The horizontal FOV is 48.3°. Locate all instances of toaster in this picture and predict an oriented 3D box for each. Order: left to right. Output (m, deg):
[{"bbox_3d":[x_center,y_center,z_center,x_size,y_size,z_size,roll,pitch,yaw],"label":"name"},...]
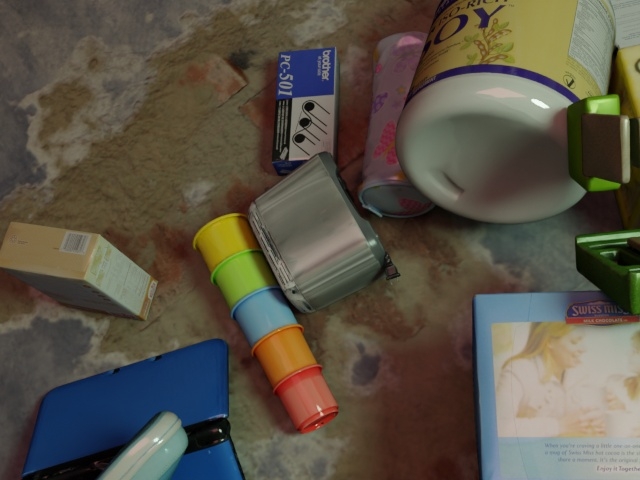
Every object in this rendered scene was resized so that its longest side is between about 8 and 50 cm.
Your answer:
[{"bbox_3d":[0.000,0.000,0.995,0.146,0.129,0.227,-30,65,3],"label":"toaster"}]

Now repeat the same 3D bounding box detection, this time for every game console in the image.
[{"bbox_3d":[-0.238,0.305,0.971,0.293,0.173,0.250,-18,95,6],"label":"game console"}]

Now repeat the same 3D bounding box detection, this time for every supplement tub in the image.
[{"bbox_3d":[0.247,-0.214,0.924,0.240,0.241,0.331,9,57,17],"label":"supplement tub"}]

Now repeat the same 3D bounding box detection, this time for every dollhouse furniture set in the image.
[{"bbox_3d":[0.416,-0.058,0.695,0.301,0.151,0.198,-6,102,0],"label":"dollhouse furniture set"}]

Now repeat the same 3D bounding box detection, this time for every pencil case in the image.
[{"bbox_3d":[0.121,-0.171,1.048,0.124,0.113,0.273,-7,64,29],"label":"pencil case"}]

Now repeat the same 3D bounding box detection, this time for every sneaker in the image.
[{"bbox_3d":[-0.193,0.362,0.827,0.208,0.127,0.319,36,107,2],"label":"sneaker"}]

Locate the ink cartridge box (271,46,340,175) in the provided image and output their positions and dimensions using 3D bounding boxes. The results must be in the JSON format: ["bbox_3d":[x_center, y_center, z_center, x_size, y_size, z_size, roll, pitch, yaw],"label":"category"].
[{"bbox_3d":[-0.021,-0.206,1.133,0.097,0.046,0.207,-2,66,11],"label":"ink cartridge box"}]

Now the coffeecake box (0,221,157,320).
[{"bbox_3d":[-0.340,0.048,1.019,0.142,0.185,0.068,7,69,16],"label":"coffeecake box"}]

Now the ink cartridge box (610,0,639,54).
[{"bbox_3d":[0.533,-0.353,1.066,0.223,0.045,0.224,-11,66,9],"label":"ink cartridge box"}]

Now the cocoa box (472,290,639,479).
[{"bbox_3d":[0.342,0.190,0.770,0.346,0.228,0.232,-3,66,12],"label":"cocoa box"}]

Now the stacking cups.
[{"bbox_3d":[-0.078,0.116,0.988,0.096,0.096,0.316,-28,67,0],"label":"stacking cups"}]

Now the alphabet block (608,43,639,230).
[{"bbox_3d":[0.482,-0.133,0.900,0.197,0.193,0.193,-7,64,10],"label":"alphabet block"}]
